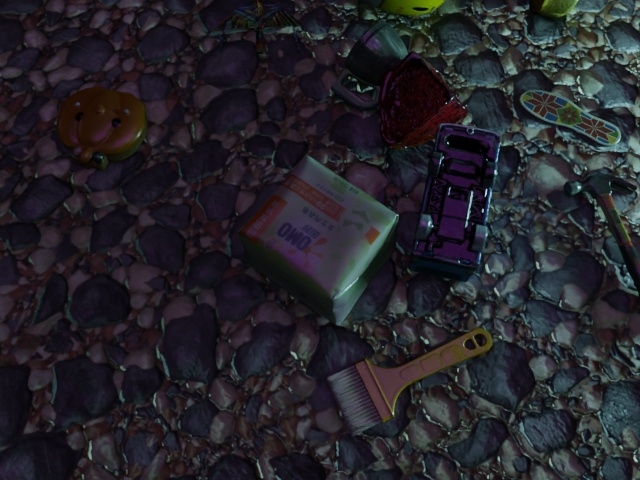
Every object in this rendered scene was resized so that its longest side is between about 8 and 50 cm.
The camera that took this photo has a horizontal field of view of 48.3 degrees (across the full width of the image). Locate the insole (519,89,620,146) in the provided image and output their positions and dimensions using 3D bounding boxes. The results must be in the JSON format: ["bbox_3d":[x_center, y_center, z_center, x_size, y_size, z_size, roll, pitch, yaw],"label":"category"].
[{"bbox_3d":[0.455,-0.226,1.303,0.193,0.006,0.065,30,71,14],"label":"insole"}]

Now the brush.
[{"bbox_3d":[0.150,0.205,1.126,0.272,0.013,0.103,-23,68,-8],"label":"brush"}]

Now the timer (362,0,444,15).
[{"bbox_3d":[0.208,-0.539,1.322,0.285,0.285,0.285,-1,67,2],"label":"timer"}]

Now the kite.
[{"bbox_3d":[-0.122,-0.428,1.408,0.182,0.010,0.160,-3,63,-3],"label":"kite"}]

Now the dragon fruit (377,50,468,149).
[{"bbox_3d":[0.166,-0.236,1.272,0.161,0.127,0.121,-39,65,9],"label":"dragon fruit"}]

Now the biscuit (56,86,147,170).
[{"bbox_3d":[-0.404,-0.210,1.302,0.170,0.050,0.170,-1,67,2],"label":"biscuit"}]

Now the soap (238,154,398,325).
[{"bbox_3d":[0.000,0.000,1.151,0.199,0.138,0.182,35,73,14],"label":"soap"}]

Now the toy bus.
[{"bbox_3d":[0.218,-0.060,1.172,0.116,0.133,0.234,12,73,7],"label":"toy bus"}]

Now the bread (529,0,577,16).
[{"bbox_3d":[0.445,-0.491,1.356,0.086,0.125,0.156,14,70,-1],"label":"bread"}]

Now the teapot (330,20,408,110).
[{"bbox_3d":[0.102,-0.317,1.301,0.108,0.111,0.149,43,71,8],"label":"teapot"}]

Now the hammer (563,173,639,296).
[{"bbox_3d":[0.509,0.015,1.185,0.111,0.033,0.288,-13,67,-3],"label":"hammer"}]
